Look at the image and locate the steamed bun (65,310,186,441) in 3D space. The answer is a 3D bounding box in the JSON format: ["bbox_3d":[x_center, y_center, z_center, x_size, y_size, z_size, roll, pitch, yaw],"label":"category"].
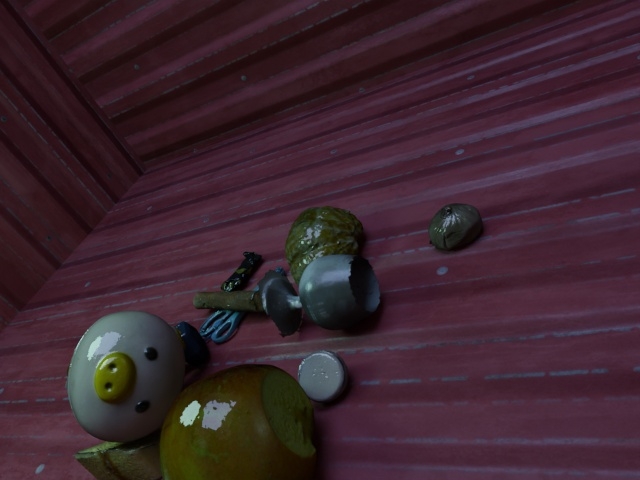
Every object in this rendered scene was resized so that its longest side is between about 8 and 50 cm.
[{"bbox_3d":[-0.561,0.395,1.533,0.334,0.334,0.373,-4,76,38],"label":"steamed bun"}]

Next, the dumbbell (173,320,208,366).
[{"bbox_3d":[-0.546,0.418,1.765,0.325,0.160,0.144,-34,62,-4],"label":"dumbbell"}]

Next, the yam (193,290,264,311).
[{"bbox_3d":[-0.336,0.217,1.872,0.357,0.081,0.081,-5,40,39],"label":"yam"}]

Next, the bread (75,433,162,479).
[{"bbox_3d":[-0.569,0.634,1.528,0.266,0.178,0.141,-17,65,28],"label":"bread"}]

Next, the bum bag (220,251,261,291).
[{"bbox_3d":[-0.313,0.124,2.065,0.107,0.060,0.232,-17,31,39],"label":"bum bag"}]

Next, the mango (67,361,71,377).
[{"bbox_3d":[-0.822,0.492,1.906,0.236,0.166,0.136,10,90,26],"label":"mango"}]

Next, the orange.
[{"bbox_3d":[0.000,0.000,1.831,0.271,0.210,0.368,-19,30,24],"label":"orange"}]

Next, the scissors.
[{"bbox_3d":[-0.279,0.233,1.906,0.393,0.032,0.180,-43,32,-16],"label":"scissors"}]

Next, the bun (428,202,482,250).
[{"bbox_3d":[0.411,-0.054,1.627,0.167,0.113,0.173,-2,39,40],"label":"bun"}]

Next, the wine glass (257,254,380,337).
[{"bbox_3d":[0.003,0.162,1.573,0.323,0.238,0.238,-19,33,28],"label":"wine glass"}]

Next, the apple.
[{"bbox_3d":[-0.174,0.483,1.218,0.384,0.373,0.374,-1,15,-32],"label":"apple"}]

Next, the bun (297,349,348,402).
[{"bbox_3d":[0.012,0.368,1.408,0.138,0.094,0.138,-5,69,13],"label":"bun"}]
